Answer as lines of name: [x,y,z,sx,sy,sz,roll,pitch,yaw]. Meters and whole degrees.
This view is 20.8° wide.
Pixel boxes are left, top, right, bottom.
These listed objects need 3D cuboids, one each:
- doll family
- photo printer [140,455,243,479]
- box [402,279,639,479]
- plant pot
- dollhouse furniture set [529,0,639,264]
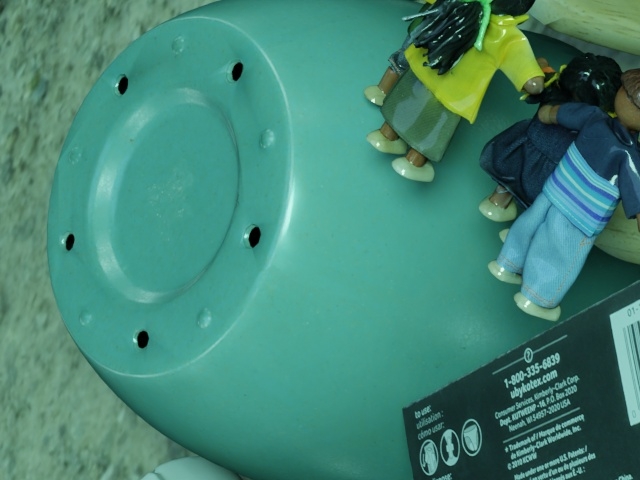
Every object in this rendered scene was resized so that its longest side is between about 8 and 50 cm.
doll family: [0.084,-0.058,0.730,0.193,0.076,0.111,47,119,26]
photo printer: [-0.046,0.310,0.981,0.307,0.107,0.256,43,109,42]
box: [0.163,0.109,0.738,0.247,0.142,0.163,-37,56,55]
plant pot: [0.000,0.000,0.929,0.293,0.235,0.293,-13,71,42]
dollhouse furniture set: [0.182,-0.242,0.740,0.362,0.256,0.394,-50,40,44]
